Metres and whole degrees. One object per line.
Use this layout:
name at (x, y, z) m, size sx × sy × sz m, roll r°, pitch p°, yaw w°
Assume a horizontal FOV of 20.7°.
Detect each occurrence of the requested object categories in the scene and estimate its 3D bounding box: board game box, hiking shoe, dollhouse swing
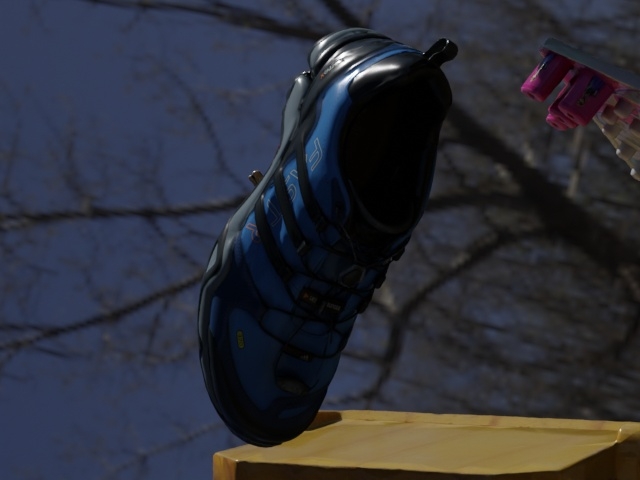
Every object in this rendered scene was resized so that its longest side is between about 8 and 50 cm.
board game box at (0.379, 0.017, 1.408) m, size 0.050 × 0.390 × 0.390 m, roll -53°, pitch -43°, yaw -4°
hiking shoe at (0.000, 0.000, 1.193) m, size 0.132 × 0.113 × 0.304 m, roll 21°, pitch 96°, yaw 67°
dollhouse swing at (0.107, 0.281, 1.484) m, size 0.305 × 0.347 × 0.315 m, roll -35°, pitch -58°, yaw -61°

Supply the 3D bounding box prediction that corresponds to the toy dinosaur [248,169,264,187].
toy dinosaur at (-0.031, -0.001, 1.826) m, size 0.183 × 0.092 × 0.053 m, roll 40°, pitch -146°, yaw -42°
